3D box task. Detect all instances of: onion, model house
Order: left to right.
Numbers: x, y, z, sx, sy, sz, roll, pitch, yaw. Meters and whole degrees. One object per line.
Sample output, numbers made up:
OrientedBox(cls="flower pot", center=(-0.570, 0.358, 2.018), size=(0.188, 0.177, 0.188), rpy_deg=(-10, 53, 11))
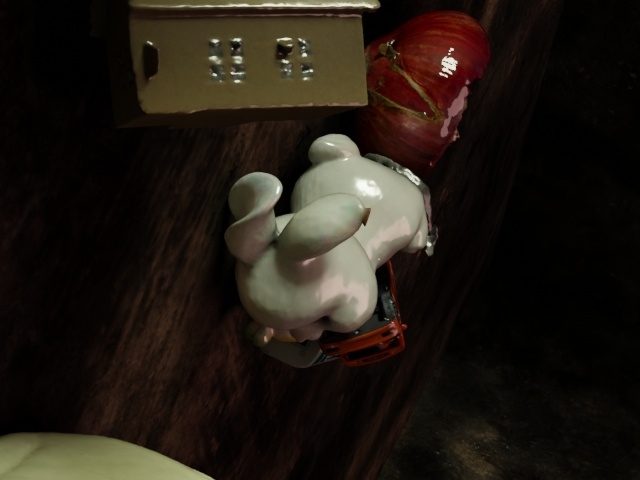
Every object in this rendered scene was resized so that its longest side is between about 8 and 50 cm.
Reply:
OrientedBox(cls="model house", center=(-0.076, -0.208, 0.759), size=(0.176, 0.180, 0.248), rpy_deg=(-179, -95, -65))
OrientedBox(cls="onion", center=(0.125, -0.190, 1.393), size=(0.248, 0.161, 0.248), rpy_deg=(-53, 168, -16))

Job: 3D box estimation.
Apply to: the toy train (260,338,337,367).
OrientedBox(cls="toy train", center=(0.016, 0.135, 1.625), size=(0.087, 0.088, 0.407), rpy_deg=(-69, 166, 3))

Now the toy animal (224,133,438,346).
OrientedBox(cls="toy animal", center=(0.002, 0.007, 1.234), size=(0.310, 0.182, 0.247), rpy_deg=(-35, 140, -54))

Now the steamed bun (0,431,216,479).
OrientedBox(cls="steamed bun", center=(-0.175, 0.306, 0.789), size=(0.334, 0.311, 0.233), rpy_deg=(-10, 119, -64))

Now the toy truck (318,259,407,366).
OrientedBox(cls="toy truck", center=(0.055, 0.079, 1.422), size=(0.253, 0.107, 0.114), rpy_deg=(-93, 164, -57))
